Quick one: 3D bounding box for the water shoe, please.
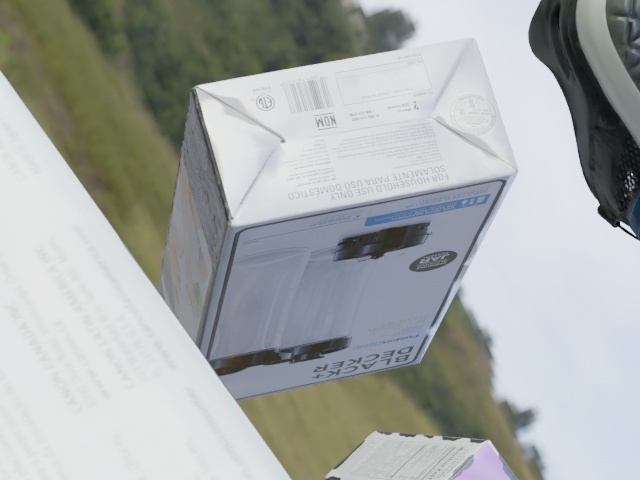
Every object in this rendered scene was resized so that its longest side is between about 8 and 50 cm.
[{"bbox_3d":[0.148,-0.014,0.718,0.203,0.073,0.080,65,-19,-11],"label":"water shoe"}]

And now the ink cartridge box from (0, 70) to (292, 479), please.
[{"bbox_3d":[-0.226,0.108,0.688,0.308,0.385,0.091,52,-25,30],"label":"ink cartridge box"}]

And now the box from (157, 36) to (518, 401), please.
[{"bbox_3d":[0.000,0.000,1.144,0.290,0.169,0.087,111,-35,-64],"label":"box"}]

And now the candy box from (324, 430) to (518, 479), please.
[{"bbox_3d":[0.114,0.246,1.604,0.165,0.070,0.196,55,-24,-14],"label":"candy box"}]
